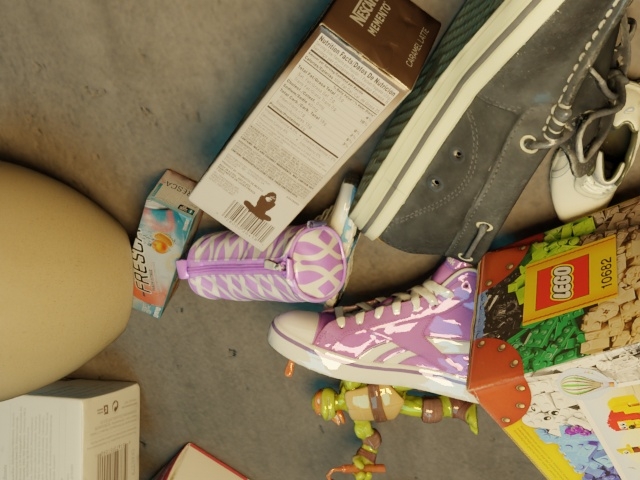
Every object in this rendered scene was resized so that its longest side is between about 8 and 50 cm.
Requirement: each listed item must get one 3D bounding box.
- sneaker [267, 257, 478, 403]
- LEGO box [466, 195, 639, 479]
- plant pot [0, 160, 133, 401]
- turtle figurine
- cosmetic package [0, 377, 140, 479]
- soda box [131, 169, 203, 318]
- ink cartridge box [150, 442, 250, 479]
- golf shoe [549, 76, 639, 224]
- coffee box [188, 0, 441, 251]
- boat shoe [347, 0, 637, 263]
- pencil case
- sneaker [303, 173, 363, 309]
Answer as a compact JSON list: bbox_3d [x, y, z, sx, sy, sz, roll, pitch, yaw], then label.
[{"bbox_3d":[0.090,0.075,1.035,0.282,0.102,0.161,10,105,-7],"label":"sneaker"},{"bbox_3d":[0.434,0.172,0.918,0.373,0.193,0.500,-24,123,32],"label":"LEGO box"},{"bbox_3d":[-0.324,0.047,1.091,0.191,0.284,0.284,1,137,-26],"label":"plant pot"},{"bbox_3d":[0.082,0.203,1.165,0.217,0.087,0.269,-6,110,11],"label":"turtle figurine"},{"bbox_3d":[-0.365,0.274,1.300,0.184,0.151,0.151,1,90,18],"label":"cosmetic package"},{"bbox_3d":[-0.186,0.008,1.116,0.058,0.063,0.183,24,131,-1],"label":"soda box"},{"bbox_3d":[-0.203,0.463,1.455,0.207,0.117,0.283,35,130,-11],"label":"ink cartridge box"},{"bbox_3d":[0.257,-0.069,0.888,0.069,0.086,0.176,13,132,6],"label":"golf shoe"},{"bbox_3d":[-0.008,-0.122,0.900,0.098,0.141,0.246,36,129,-10],"label":"coffee box"},{"bbox_3d":[0.186,-0.145,0.790,0.156,0.186,0.500,28,138,-4],"label":"boat shoe"},{"bbox_3d":[-0.063,0.028,1.021,0.206,0.088,0.086,-5,100,50],"label":"pencil case"},{"bbox_3d":[0.000,0.000,1.045,0.083,0.071,0.190,23,131,8],"label":"sneaker"}]
